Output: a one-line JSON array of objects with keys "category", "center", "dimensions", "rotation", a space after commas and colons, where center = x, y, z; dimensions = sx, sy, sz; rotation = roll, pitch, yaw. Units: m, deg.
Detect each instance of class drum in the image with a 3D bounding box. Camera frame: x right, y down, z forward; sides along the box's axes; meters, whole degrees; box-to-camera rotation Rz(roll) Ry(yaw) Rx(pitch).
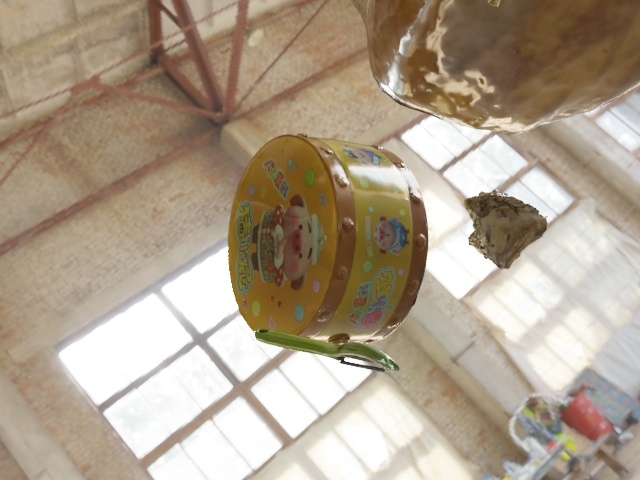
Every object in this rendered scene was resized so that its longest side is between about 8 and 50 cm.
[{"category": "drum", "center": [0.000, 0.000, 1.546], "dimensions": [0.214, 0.431, 0.431], "rotation": [3, -45, -35]}]

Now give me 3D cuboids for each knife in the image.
[{"category": "knife", "center": [0.001, 0.109, 0.797], "dimensions": [0.022, 0.184, 0.026], "rotation": [-22, -68, -49]}]

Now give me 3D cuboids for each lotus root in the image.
[{"category": "lotus root", "center": [0.157, -0.209, 0.527], "dimensions": [0.316, 0.316, 0.250], "rotation": [-32, -16, -35]}]

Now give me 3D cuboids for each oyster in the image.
[{"category": "oyster", "center": [0.256, -0.020, 1.112], "dimensions": [0.177, 0.056, 0.105], "rotation": [19, -59, -41]}]
